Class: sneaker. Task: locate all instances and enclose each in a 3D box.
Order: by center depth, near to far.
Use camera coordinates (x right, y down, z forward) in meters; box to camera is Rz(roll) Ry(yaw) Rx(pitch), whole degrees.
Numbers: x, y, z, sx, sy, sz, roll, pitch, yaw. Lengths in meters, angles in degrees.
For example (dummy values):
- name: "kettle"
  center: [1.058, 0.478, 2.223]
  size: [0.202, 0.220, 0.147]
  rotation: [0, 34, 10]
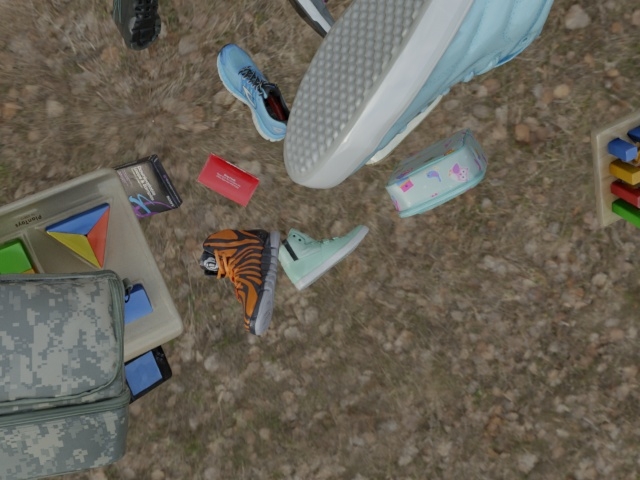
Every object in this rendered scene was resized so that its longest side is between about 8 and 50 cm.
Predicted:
- name: "sneaker"
  center: [0.116, -0.175, 0.577]
  size: [0.150, 0.135, 0.366]
  rotation: [25, 114, -33]
- name: "sneaker"
  center: [0.108, -0.202, 0.982]
  size: [0.192, 0.064, 0.086]
  rotation: [-48, 113, -13]
- name: "sneaker"
  center: [-0.090, -0.230, 1.018]
  size: [0.063, 0.073, 0.162]
  rotation: [-43, 101, -26]
- name: "sneaker"
  center: [-0.352, -0.494, 1.302]
  size: [0.101, 0.267, 0.106]
  rotation: [-27, 71, -43]
- name: "sneaker"
  center: [-0.004, -0.587, 1.465]
  size: [0.178, 0.124, 0.295]
  rotation: [-41, 126, 4]
- name: "sneaker"
  center: [-0.192, 0.089, 1.552]
  size: [0.180, 0.321, 0.124]
  rotation: [5, 126, -3]
- name: "sneaker"
  center: [0.000, 0.000, 1.810]
  size: [0.256, 0.094, 0.151]
  rotation: [-36, 81, -14]

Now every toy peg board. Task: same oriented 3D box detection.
- name: "toy peg board"
  center: [0.485, -0.105, 0.969]
  size: [0.161, 0.079, 0.160]
  rotation: [-25, 123, -9]

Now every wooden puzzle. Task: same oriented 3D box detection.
- name: "wooden puzzle"
  center: [-0.430, 0.090, 1.145]
  size: [0.322, 0.080, 0.347]
  rotation: [-26, 112, -19]

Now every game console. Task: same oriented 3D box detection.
- name: "game console"
  center: [-0.341, 0.240, 1.338]
  size: [0.085, 0.144, 0.124]
  rotation: [-18, 96, 36]

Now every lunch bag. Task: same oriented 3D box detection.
- name: "lunch bag"
  center: [-0.410, 0.163, 0.891]
  size: [0.305, 0.212, 0.256]
  rotation: [0, 102, -29]
- name: "lunch bag"
  center: [0.262, -0.153, 1.550]
  size: [0.224, 0.279, 0.107]
  rotation: [-28, 98, 21]

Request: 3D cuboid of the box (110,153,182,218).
- name: "box"
  center: [-0.372, -0.100, 1.353]
  size: [0.162, 0.029, 0.116]
  rotation: [-14, 121, 18]

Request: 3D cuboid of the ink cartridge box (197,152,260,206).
- name: "ink cartridge box"
  center: [-0.227, -0.148, 1.656]
  size: [0.134, 0.231, 0.078]
  rotation: [28, 89, -10]
